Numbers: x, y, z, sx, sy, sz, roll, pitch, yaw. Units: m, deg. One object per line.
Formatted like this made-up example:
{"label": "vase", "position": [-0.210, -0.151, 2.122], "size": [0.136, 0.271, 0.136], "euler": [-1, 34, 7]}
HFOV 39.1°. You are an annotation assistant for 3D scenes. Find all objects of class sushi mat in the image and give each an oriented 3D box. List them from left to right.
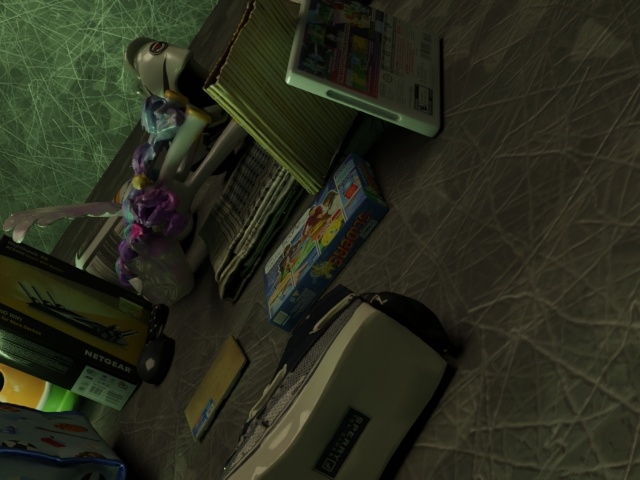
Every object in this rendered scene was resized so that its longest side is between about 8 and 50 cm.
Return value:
{"label": "sushi mat", "position": [-0.035, -0.181, 1.144], "size": [0.019, 0.316, 0.151], "euler": [19, 79, 29]}

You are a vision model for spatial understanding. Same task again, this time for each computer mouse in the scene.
{"label": "computer mouse", "position": [-0.288, 0.169, 1.550], "size": [0.071, 0.041, 0.242], "euler": [-56, 20, 12]}

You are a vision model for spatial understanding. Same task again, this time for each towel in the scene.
{"label": "towel", "position": [-0.101, -0.088, 1.440], "size": [0.312, 0.056, 0.324], "euler": [-57, 21, 8]}

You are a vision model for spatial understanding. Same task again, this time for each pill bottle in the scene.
{"label": "pill bottle", "position": [-0.389, 0.021, 1.805], "size": [0.278, 0.162, 0.162], "euler": [-49, 23, 26]}

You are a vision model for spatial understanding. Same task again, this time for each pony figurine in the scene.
{"label": "pony figurine", "position": [-0.275, -0.055, 1.461], "size": [0.363, 0.303, 0.351], "euler": [-63, -14, 11]}

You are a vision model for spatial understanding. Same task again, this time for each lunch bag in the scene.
{"label": "lunch bag", "position": [-0.457, 0.454, 1.304], "size": [0.328, 0.239, 0.385], "euler": [8, 86, 67]}

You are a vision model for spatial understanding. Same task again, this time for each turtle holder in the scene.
{"label": "turtle holder", "position": [-0.593, 0.284, 1.831], "size": [0.243, 0.227, 0.320], "euler": [-53, 22, 18]}

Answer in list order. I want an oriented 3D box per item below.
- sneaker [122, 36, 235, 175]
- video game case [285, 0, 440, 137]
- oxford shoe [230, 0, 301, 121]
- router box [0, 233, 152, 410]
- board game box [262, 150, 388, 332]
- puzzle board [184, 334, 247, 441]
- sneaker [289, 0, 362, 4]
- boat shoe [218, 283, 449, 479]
{"label": "sneaker", "position": [-0.217, -0.223, 1.629], "size": [0.146, 0.330, 0.122], "euler": [12, 63, 31]}
{"label": "video game case", "position": [0.057, -0.218, 1.073], "size": [0.201, 0.183, 0.023], "euler": [-82, 16, -45]}
{"label": "oxford shoe", "position": [-0.109, -0.319, 1.636], "size": [0.397, 0.146, 0.140], "euler": [-33, 36, 52]}
{"label": "router box", "position": [-0.464, 0.143, 1.608], "size": [0.081, 0.309, 0.243], "euler": [-54, 22, 25]}
{"label": "board game box", "position": [0.000, 0.000, 1.118], "size": [0.201, 0.035, 0.136], "euler": [-52, 22, 20]}
{"label": "puzzle board", "position": [-0.140, 0.198, 1.212], "size": [0.128, 0.011, 0.096], "euler": [-59, 22, 4]}
{"label": "sneaker", "position": [0.007, -0.444, 1.627], "size": [0.270, 0.090, 0.145], "euler": [-20, 43, 54]}
{"label": "boat shoe", "position": [-0.019, 0.190, 0.815], "size": [0.340, 0.127, 0.158], "euler": [-52, 14, -2]}
